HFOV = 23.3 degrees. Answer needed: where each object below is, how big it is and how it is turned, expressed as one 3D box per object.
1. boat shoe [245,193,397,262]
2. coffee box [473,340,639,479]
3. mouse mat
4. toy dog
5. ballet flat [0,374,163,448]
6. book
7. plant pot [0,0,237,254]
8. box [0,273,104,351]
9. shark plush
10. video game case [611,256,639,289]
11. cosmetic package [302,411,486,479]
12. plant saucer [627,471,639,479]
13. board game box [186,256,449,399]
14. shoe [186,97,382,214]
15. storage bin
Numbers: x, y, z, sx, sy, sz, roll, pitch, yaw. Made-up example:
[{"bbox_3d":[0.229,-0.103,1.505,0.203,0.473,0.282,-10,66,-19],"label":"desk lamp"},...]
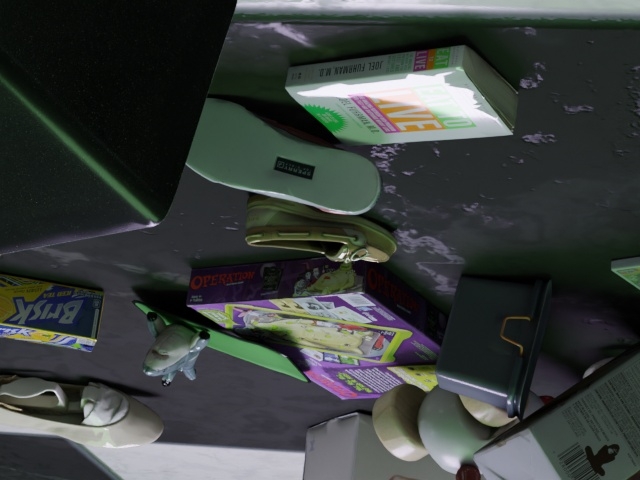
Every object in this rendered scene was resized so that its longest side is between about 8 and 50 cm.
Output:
[{"bbox_3d":[0.001,-0.001,1.409,0.153,0.048,0.056,19,156,-30],"label":"boat shoe"},{"bbox_3d":[0.294,0.182,1.557,0.246,0.098,0.141,-29,174,-26],"label":"coffee box"},{"bbox_3d":[-0.107,0.112,1.713,0.189,0.007,0.152,18,168,14],"label":"mouse mat"},{"bbox_3d":[0.223,0.231,1.700,0.333,0.161,0.220,5,150,-23],"label":"toy dog"},{"bbox_3d":[-0.332,0.221,2.059,0.248,0.086,0.086,7,159,0],"label":"ballet flat"},{"bbox_3d":[0.060,-0.107,1.142,0.144,0.035,0.096,-4,156,31],"label":"book"},{"bbox_3d":[-0.192,-0.118,0.987,0.188,0.187,0.167,-9,143,35],"label":"plant pot"},{"bbox_3d":[-0.324,0.075,1.683,0.168,0.059,0.054,11,160,-12],"label":"box"},{"bbox_3d":[-0.167,0.128,1.706,0.073,0.067,0.161,21,168,0],"label":"shark plush"},{"bbox_3d":[0.342,0.038,1.470,0.087,0.011,0.122,-10,154,36],"label":"video game case"},{"bbox_3d":[0.136,0.340,2.160,0.296,0.129,0.153,16,158,-24],"label":"cosmetic package"},{"bbox_3d":[0.367,0.265,1.825,0.036,0.198,0.198,51,145,-11],"label":"plant saucer"},{"bbox_3d":[0.034,0.101,1.677,0.208,0.056,0.347,-10,155,26],"label":"board game box"},{"bbox_3d":[-0.036,-0.062,1.235,0.178,0.064,0.081,19,178,3],"label":"shoe"},{"bbox_3d":[0.168,0.098,1.521,0.091,0.135,0.098,11,161,13],"label":"storage bin"}]
